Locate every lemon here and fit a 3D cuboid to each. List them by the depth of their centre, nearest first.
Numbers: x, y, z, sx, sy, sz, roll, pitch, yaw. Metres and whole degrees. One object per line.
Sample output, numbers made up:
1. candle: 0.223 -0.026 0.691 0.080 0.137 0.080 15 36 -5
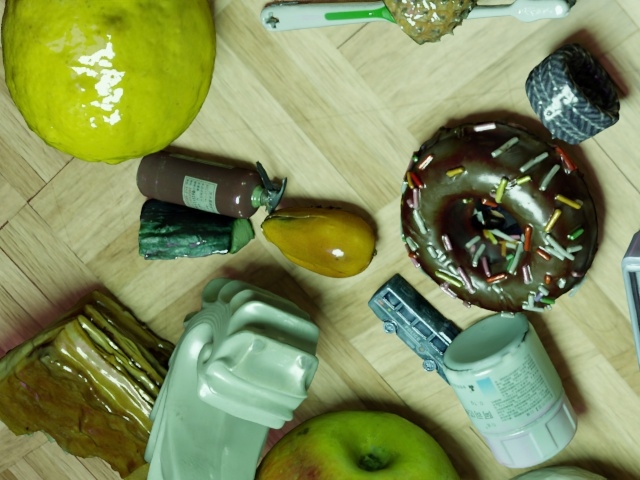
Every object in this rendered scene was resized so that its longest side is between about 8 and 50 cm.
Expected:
1. lemon: -0.261 -0.254 1.656 0.285 0.285 0.316 37 108 4

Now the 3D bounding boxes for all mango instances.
1. mango: 0.003 -0.003 1.790 0.159 0.084 0.105 21 151 28

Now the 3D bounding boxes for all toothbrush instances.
1. toothbrush: 0.099 -0.269 1.562 0.418 0.040 0.042 2 120 31

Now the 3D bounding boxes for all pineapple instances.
1. pineapple: 0.160 -0.303 1.448 0.198 0.108 0.108 -35 100 20

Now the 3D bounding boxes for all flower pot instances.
1. flower pot: -0.139 0.243 1.848 0.164 0.254 0.367 21 94 -21

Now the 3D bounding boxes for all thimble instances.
1. thimble: 0.282 -0.163 1.484 0.066 0.095 0.104 -32 87 40

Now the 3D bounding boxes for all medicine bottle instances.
1. medicine bottle: 0.251 0.198 1.741 0.135 0.135 0.168 -15 114 39

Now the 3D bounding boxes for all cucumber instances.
1. cucumber: -0.196 -0.017 1.896 0.193 0.115 0.086 7 103 24

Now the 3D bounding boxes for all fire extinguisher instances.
1. fire extinguisher: -0.144 -0.082 1.827 0.231 0.071 0.099 12 137 26

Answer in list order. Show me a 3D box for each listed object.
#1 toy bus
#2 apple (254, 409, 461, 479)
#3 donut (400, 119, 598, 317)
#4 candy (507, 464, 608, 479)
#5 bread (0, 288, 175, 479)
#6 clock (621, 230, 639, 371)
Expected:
1. toy bus: 0.141 0.122 1.816 0.166 0.047 0.065 43 130 -1
2. apple: 0.057 0.409 1.882 0.339 0.339 0.339 17 129 22
3. donut: 0.213 -0.022 1.627 0.270 0.103 0.269 18 131 21
4. candy: 0.345 0.419 1.808 0.295 0.185 0.295 13 141 10
5. bread: -0.352 0.245 2.124 0.314 0.191 0.370 44 140 -8
6. clock: 0.443 0.083 1.576 0.145 0.073 0.193 1 122 31
